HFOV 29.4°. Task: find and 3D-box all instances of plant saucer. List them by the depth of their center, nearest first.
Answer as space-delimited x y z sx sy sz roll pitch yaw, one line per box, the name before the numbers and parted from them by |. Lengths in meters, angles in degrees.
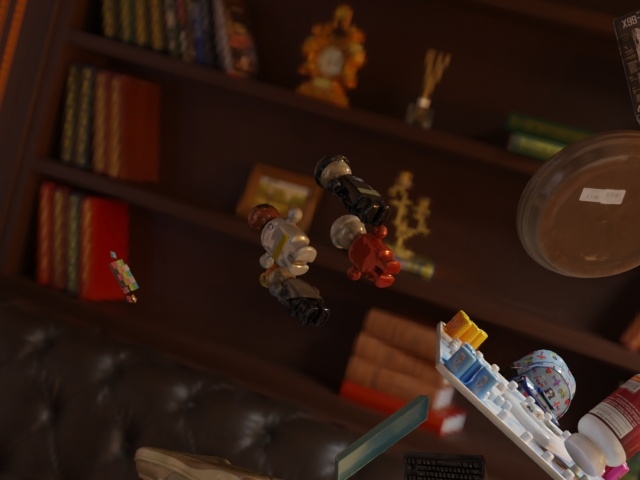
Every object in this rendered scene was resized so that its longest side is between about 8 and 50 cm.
plant saucer | 0.439 -0.044 1.869 0.278 0.278 0.041 14 34 -19
plant saucer | 0.096 0.309 1.919 0.192 0.067 0.018 -31 55 -25

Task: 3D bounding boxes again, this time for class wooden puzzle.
wooden puzzle | -0.287 0.053 1.782 0.006 0.083 0.049 -28 0 14

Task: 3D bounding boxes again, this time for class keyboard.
keyboard | 0.201 0.399 1.973 0.023 0.108 0.180 -5 -2 -40

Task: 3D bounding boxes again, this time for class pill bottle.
pill bottle | 0.425 0.266 1.738 0.086 0.152 0.086 51 -14 17

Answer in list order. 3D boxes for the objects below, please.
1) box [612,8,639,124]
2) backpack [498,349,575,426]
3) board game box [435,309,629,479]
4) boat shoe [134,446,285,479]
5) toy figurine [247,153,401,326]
box | 0.717 -0.360 2.264 0.307 0.242 0.076 -21 -36 25
backpack | 0.436 0.316 2.481 0.158 0.173 0.117 59 7 -13
board game box | 0.332 0.270 1.820 0.390 0.050 0.390 42 7 1
boat shoe | -0.151 0.324 1.539 0.109 0.098 0.302 16 -9 -37
toy figurine | 0.000 0.000 1.835 0.148 0.209 0.213 48 -17 39
